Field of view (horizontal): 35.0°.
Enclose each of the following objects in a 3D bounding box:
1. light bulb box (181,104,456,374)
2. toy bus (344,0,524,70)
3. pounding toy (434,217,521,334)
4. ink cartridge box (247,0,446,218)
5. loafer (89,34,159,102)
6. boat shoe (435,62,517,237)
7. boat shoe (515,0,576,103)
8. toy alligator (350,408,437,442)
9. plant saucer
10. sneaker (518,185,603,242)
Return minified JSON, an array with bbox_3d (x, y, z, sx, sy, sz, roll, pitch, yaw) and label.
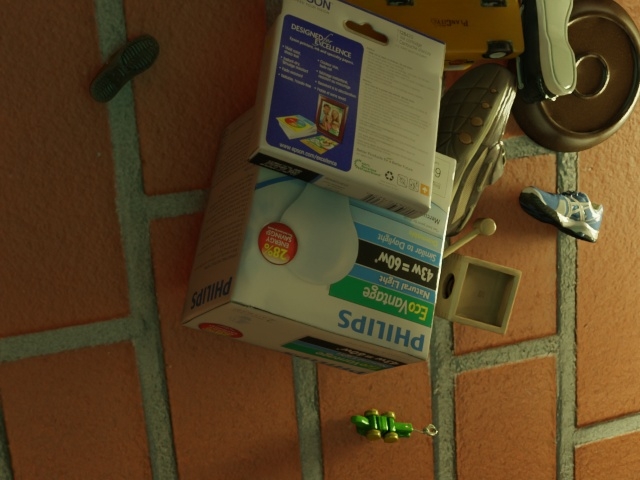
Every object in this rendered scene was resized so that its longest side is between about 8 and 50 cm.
[{"bbox_3d":[0.000,0.000,1.681,0.358,0.225,0.360,18,70,-23],"label":"light bulb box"},{"bbox_3d":[0.181,-0.358,1.761,0.333,0.130,0.108,-4,82,-19],"label":"toy bus"},{"bbox_3d":[0.282,0.055,1.945,0.181,0.094,0.206,15,90,-18],"label":"pounding toy"},{"bbox_3d":[0.048,-0.221,1.597,0.304,0.072,0.307,18,63,-22],"label":"ink cartridge box"},{"bbox_3d":[-0.326,-0.282,1.654,0.148,0.050,0.056,-45,118,-21],"label":"loafer"},{"bbox_3d":[0.264,-0.158,1.856,0.130,0.132,0.355,7,120,-39],"label":"boat shoe"},{"bbox_3d":[0.393,-0.393,1.829,0.114,0.091,0.302,22,64,-38],"label":"boat shoe"},{"bbox_3d":[0.136,0.373,1.997,0.190,0.056,0.051,13,141,-24],"label":"toy alligator"},{"bbox_3d":[0.503,-0.318,1.945,0.311,0.050,0.310,-6,106,-20],"label":"plant saucer"},{"bbox_3d":[0.472,-0.067,1.991,0.211,0.080,0.081,24,89,-33],"label":"sneaker"}]
